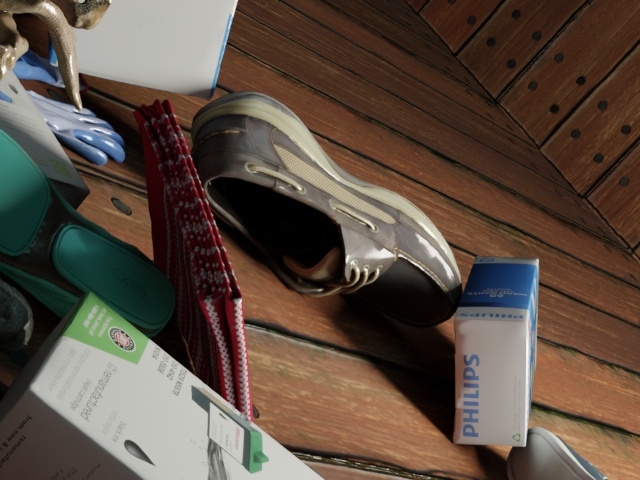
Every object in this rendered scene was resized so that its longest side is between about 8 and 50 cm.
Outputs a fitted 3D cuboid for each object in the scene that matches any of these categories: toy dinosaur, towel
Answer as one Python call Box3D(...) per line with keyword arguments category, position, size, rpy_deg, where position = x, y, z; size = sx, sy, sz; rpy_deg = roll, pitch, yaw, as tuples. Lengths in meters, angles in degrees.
Box3D(category="toy dinosaur", position=(-0.289, -0.238, 1.230), size=(0.295, 0.127, 0.200), rpy_deg=(37, 9, -39))
Box3D(category="towel", position=(-0.094, 0.040, 1.120), size=(0.031, 0.199, 0.275), rpy_deg=(-11, 37, -11))

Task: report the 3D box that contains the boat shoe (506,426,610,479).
Box3D(category="boat shoe", position=(0.260, 0.273, 1.435), size=(0.079, 0.095, 0.254), rpy_deg=(27, 10, -26))

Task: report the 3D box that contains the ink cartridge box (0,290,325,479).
Box3D(category="ink cartridge box", position=(-0.098, 0.154, 0.910), size=(0.219, 0.092, 0.160), rpy_deg=(39, 17, -9))

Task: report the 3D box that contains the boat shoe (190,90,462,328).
Box3D(category="boat shoe", position=(0.000, 0.000, 1.518), size=(0.355, 0.132, 0.130), rpy_deg=(36, 43, -24))

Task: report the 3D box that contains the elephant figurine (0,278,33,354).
Box3D(category="elephant figurine", position=(-0.292, -0.041, 0.916), size=(0.169, 0.186, 0.239), rpy_deg=(3, -11, 22))

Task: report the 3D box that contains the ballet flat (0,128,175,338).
Box3D(category="ballet flat", position=(-0.214, -0.002, 1.063), size=(0.247, 0.087, 0.083), rpy_deg=(42, 52, -30))

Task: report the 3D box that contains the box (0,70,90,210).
Box3D(category="box", position=(-0.343, -0.150, 1.186), size=(0.232, 0.058, 0.322), rpy_deg=(20, 29, -53))

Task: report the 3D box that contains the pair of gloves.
Box3D(category="pair of gloves", position=(-0.261, -0.145, 1.415), size=(0.159, 0.023, 0.198), rpy_deg=(22, 25, -48))

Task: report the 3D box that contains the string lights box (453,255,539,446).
Box3D(category="string lights box", position=(0.187, 0.111, 1.581), size=(0.076, 0.133, 0.260), rpy_deg=(2, 14, 10))

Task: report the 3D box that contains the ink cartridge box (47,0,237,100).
Box3D(category="ink cartridge box", position=(-0.183, -0.270, 1.522), size=(0.168, 0.171, 0.233), rpy_deg=(10, 19, -15))
